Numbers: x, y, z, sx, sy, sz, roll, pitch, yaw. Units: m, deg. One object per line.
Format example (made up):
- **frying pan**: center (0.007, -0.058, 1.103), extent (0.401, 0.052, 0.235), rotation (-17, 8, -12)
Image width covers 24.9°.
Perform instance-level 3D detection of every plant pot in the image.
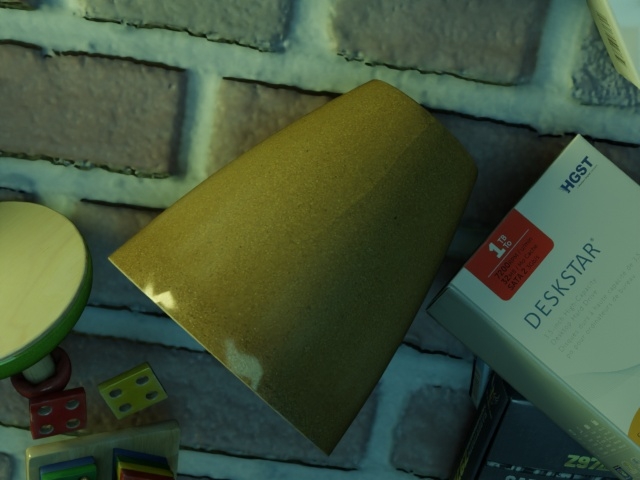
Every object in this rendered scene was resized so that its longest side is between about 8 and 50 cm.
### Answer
- **plant pot**: center (0.000, 0.000, 1.170), extent (0.237, 0.237, 0.254), rotation (43, 85, -17)

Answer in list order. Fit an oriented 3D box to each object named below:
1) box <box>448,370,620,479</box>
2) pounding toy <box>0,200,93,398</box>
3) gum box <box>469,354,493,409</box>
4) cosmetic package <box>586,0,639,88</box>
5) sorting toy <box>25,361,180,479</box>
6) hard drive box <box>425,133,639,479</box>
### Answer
- **box**: center (0.244, 0.204, 1.304), extent (0.233, 0.059, 0.183), rotation (9, 125, -11)
- **pounding toy**: center (-0.290, 0.076, 1.195), extent (0.237, 0.183, 0.110), rotation (-16, 135, -1)
- **gum box**: center (0.236, 0.078, 1.300), extent (0.184, 0.041, 0.157), rotation (4, 108, -8)
- **cosmetic package**: center (0.300, -0.350, 1.139), extent (0.284, 0.097, 0.377), rotation (-26, 109, 5)
- **sorting toy**: center (-0.184, 0.219, 1.251), extent (0.132, 0.046, 0.274), rotation (-9, 135, -20)
- **hard drive box**: center (0.235, 0.060, 1.198), extent (0.232, 0.089, 0.181), rotation (40, 73, 4)
